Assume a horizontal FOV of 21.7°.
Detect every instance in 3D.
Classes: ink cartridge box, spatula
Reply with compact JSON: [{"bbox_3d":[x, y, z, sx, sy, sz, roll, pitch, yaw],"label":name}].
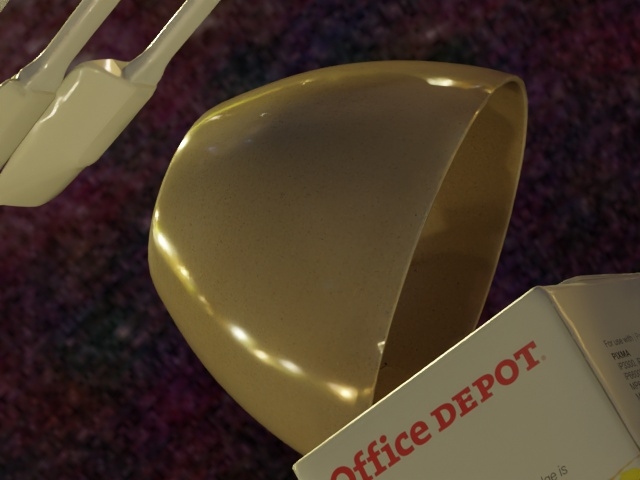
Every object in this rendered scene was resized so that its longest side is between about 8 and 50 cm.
[{"bbox_3d":[0.104,0.114,0.579,0.128,0.127,0.176,-39,70,32],"label":"ink cartridge box"},{"bbox_3d":[-0.078,-0.094,0.620,0.242,0.168,0.019,-48,69,21],"label":"spatula"}]

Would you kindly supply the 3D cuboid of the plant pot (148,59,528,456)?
[{"bbox_3d":[0.000,0.000,1.105,0.191,0.284,0.284,19,64,16],"label":"plant pot"}]
